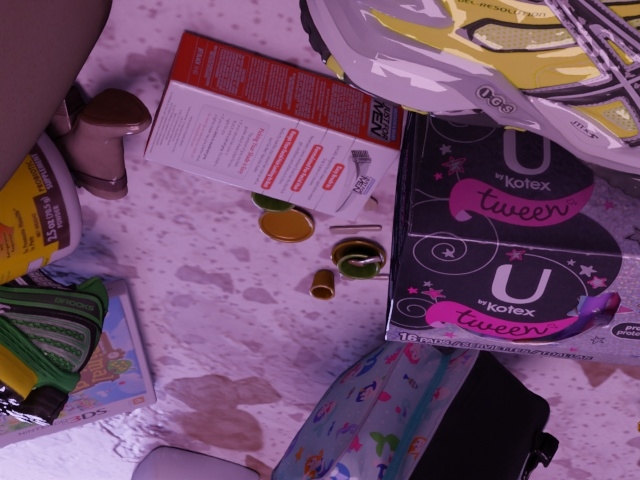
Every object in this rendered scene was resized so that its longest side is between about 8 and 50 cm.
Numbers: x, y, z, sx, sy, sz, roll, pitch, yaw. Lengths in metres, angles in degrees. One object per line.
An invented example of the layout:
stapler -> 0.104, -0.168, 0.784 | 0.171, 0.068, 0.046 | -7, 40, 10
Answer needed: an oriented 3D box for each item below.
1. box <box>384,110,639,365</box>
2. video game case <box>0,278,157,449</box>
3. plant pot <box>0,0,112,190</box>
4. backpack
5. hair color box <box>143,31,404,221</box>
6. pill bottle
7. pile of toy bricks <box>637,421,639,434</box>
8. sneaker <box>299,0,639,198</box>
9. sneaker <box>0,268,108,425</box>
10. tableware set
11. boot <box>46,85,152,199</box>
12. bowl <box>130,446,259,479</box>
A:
box -> 0.176, -0.016, 0.767 | 0.247, 0.163, 0.142 | 6, 145, 2
video game case -> -0.268, 0.130, 1.097 | 0.193, 0.023, 0.212 | -16, 145, -10
plant pot -> -0.276, -0.085, 0.661 | 0.257, 0.274, 0.256 | 4, 144, 3
backpack -> 0.069, 0.221, 1.064 | 0.191, 0.225, 0.253 | 36, 144, -1
hair color box -> -0.034, -0.080, 0.813 | 0.167, 0.053, 0.093 | 18, 143, -11
pill bottle -> -0.292, -0.006, 0.816 | 0.215, 0.117, 0.117 | -26, 157, -30
pile of toy bricks -> 0.341, 0.165, 1.011 | 0.105, 0.118, 0.212 | 0, 147, -25
sneaker -> 0.185, -0.122, 0.643 | 0.385, 0.145, 0.147 | 12, 144, -9
sneaker -> -0.335, 0.008, 0.935 | 0.344, 0.146, 0.134 | 37, 154, -15
tableware set -> 0.000, 0.000, 0.939 | 0.104, 0.024, 0.154 | -1, 143, 11
boot -> -0.159, -0.068, 0.833 | 0.118, 0.042, 0.087 | 22, 137, 37
bowl -> -0.157, 0.312, 1.365 | 0.142, 0.053, 0.142 | 18, 143, -17
